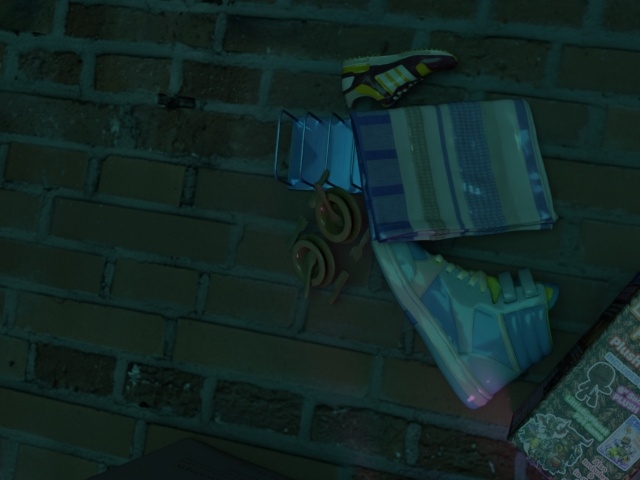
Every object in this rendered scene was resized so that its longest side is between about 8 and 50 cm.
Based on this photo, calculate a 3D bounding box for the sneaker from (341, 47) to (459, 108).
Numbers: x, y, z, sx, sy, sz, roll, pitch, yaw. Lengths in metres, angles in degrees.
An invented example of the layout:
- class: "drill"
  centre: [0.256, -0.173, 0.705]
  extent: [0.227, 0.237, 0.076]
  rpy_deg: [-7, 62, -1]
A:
- class: "sneaker"
  centre: [0.124, -0.248, 1.383]
  extent: [0.186, 0.069, 0.083]
  rpy_deg: [-3, 94, 20]

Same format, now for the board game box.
- class: "board game box"
  centre: [0.399, 0.191, 1.192]
  extent: [0.141, 0.232, 0.291]
  rpy_deg: [41, 97, 13]

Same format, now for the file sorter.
- class: "file sorter"
  centre: [0.023, -0.137, 1.377]
  extent: [0.170, 0.104, 0.118]
  rpy_deg: [5, 88, 14]

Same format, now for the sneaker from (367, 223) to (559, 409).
- class: "sneaker"
  centre: [0.222, 0.062, 1.305]
  extent: [0.208, 0.127, 0.319]
  rpy_deg: [-32, 87, 11]

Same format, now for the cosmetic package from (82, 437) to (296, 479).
- class: "cosmetic package"
  centre: [-0.160, 0.504, 1.232]
  extent: [0.330, 0.394, 0.327]
  rpy_deg: [17, 90, 14]

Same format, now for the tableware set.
- class: "tableware set"
  centre: [0.000, 0.000, 1.342]
  extent: [0.128, 0.039, 0.194]
  rpy_deg: [50, 138, 22]

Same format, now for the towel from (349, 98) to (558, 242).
- class: "towel"
  centre: [0.195, -0.105, 1.296]
  extent: [0.285, 0.034, 0.209]
  rpy_deg: [-6, 76, -14]
